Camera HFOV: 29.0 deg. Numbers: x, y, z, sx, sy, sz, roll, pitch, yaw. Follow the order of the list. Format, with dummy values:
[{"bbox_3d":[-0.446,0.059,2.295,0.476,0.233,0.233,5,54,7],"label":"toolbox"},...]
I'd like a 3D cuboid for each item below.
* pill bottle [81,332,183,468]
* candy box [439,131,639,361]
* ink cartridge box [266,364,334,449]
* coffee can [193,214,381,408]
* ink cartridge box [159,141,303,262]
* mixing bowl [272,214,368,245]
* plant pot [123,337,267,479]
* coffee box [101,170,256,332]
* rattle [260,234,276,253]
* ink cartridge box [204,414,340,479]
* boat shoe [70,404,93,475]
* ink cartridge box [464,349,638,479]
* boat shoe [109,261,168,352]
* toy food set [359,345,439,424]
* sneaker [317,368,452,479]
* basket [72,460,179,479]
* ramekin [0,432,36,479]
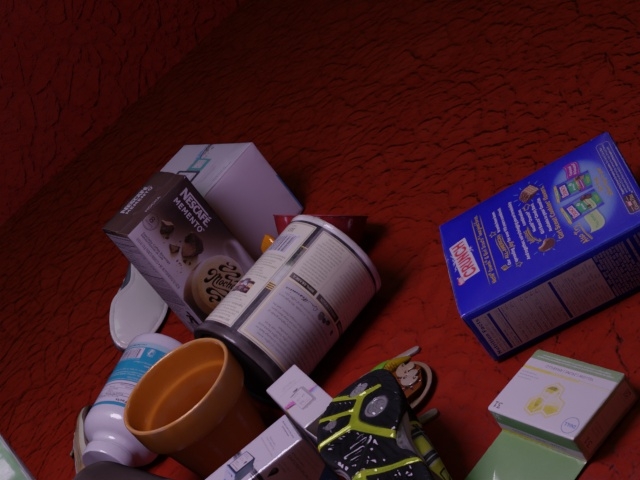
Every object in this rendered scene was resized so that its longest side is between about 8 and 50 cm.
[{"bbox_3d":[-0.331,0.305,2.231,0.146,0.146,0.264,-15,35,37],"label":"pill bottle"},{"bbox_3d":[0.357,0.008,1.911,0.317,0.122,0.268,-28,30,14],"label":"candy box"},{"bbox_3d":[0.006,0.282,1.905,0.067,0.115,0.198,-41,28,-8],"label":"ink cartridge box"},{"bbox_3d":[-0.054,0.121,2.130,0.275,0.201,0.201,-49,29,-23],"label":"coffee can"},{"bbox_3d":[-0.222,-0.072,2.631,0.270,0.198,0.197,4,48,53],"label":"ink cartridge box"},{"bbox_3d":[0.000,0.000,2.328,0.181,0.098,0.181,0,0,0],"label":"mixing bowl"},{"bbox_3d":[-0.185,0.297,2.026,0.205,0.188,0.205,-28,29,17],"label":"plant pot"},{"bbox_3d":[-0.258,0.029,2.407,0.168,0.297,0.119,-48,29,-21],"label":"coffee box"},{"bbox_3d":[-0.127,0.113,2.306,0.199,0.143,0.130,-35,45,-8],"label":"rattle"},{"bbox_3d":[-0.077,0.375,1.830,0.190,0.140,0.082,-40,29,-4],"label":"ink cartridge box"},{"bbox_3d":[-0.444,0.386,2.332,0.072,0.068,0.190,-43,26,14],"label":"boat shoe"},{"bbox_3d":[0.292,0.262,1.668,0.235,0.056,0.171,-45,29,-20],"label":"ink cartridge box"},{"bbox_3d":[-0.385,0.134,2.652,0.319,0.116,0.099,-85,10,-47],"label":"boat shoe"},{"bbox_3d":[0.113,0.233,1.936,0.132,0.038,0.192,-32,28,10],"label":"toy food set"},{"bbox_3d":[0.101,0.322,1.697,0.145,0.147,0.385,-34,28,9],"label":"sneaker"},{"bbox_3d":[-0.319,0.449,2.000,0.204,0.154,0.227,-53,26,-14],"label":"basket"},{"bbox_3d":[-0.537,0.458,2.086,0.148,0.303,0.303,-36,26,-15],"label":"ramekin"}]
